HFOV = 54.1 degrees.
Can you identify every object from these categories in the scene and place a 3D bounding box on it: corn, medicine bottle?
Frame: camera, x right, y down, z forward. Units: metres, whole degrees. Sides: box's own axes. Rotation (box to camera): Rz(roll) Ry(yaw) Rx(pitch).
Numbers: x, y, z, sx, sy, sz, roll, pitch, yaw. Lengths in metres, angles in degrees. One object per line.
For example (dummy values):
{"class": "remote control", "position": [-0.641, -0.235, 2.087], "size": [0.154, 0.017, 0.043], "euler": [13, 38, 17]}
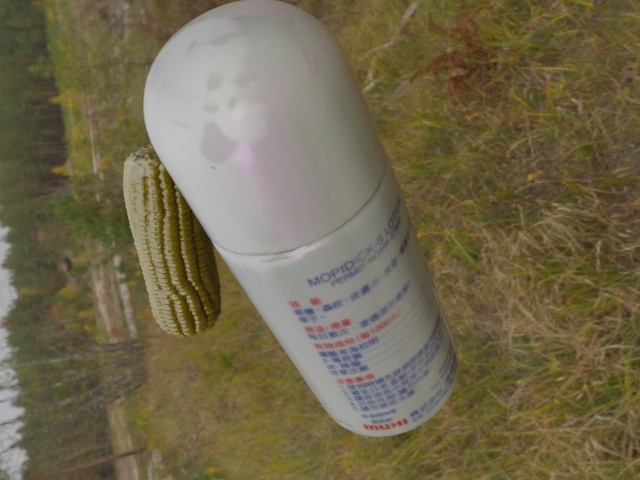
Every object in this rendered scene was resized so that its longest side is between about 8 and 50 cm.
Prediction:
{"class": "corn", "position": [-0.147, 0.004, 0.632], "size": [0.080, 0.080, 0.231], "euler": [-126, 25, -46]}
{"class": "medicine bottle", "position": [0.000, 0.000, 0.441], "size": [0.130, 0.130, 0.340], "euler": [51, 171, 49]}
